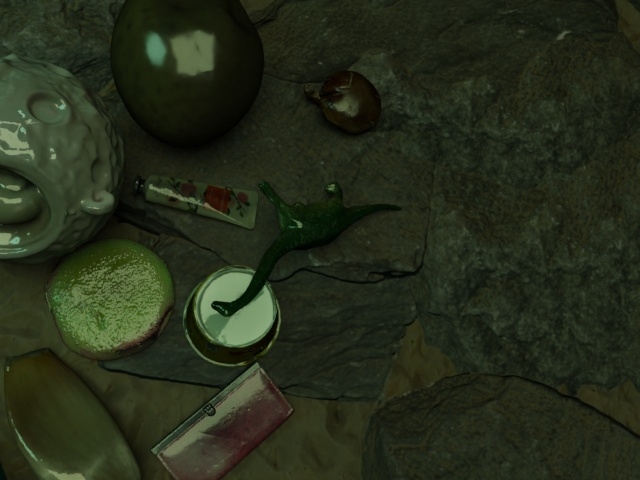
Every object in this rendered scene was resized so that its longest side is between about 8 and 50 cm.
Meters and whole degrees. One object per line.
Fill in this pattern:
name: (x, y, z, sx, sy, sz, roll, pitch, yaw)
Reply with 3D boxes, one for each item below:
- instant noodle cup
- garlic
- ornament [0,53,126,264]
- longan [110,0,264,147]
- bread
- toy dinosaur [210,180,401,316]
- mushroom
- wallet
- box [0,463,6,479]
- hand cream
instant noodle cup: (-0.152, 0.127, 1.092, 0.182, 0.144, 0.182, 3, 75, -10)
garlic: (-0.419, 0.311, 1.015, 0.143, 0.112, 0.318, -29, 75, -39)
ornament: (-0.488, -0.134, 1.014, 0.337, 0.337, 0.336, 2, 75, -9)
longan: (-0.244, -0.337, 1.143, 0.289, 0.288, 0.350, -8, 66, -12)
bread: (-0.378, 0.102, 1.118, 0.229, 0.033, 0.228, 2, 76, -10)
toy dinosaur: (0.000, 0.000, 1.097, 0.447, 0.087, 0.301, -5, 36, -22)
mushroom: (0.047, -0.289, 1.272, 0.171, 0.080, 0.135, 12, 64, -10)
wallet: (-0.166, 0.332, 1.092, 0.232, 0.025, 0.119, -39, 95, -16)
box: (-0.530, 0.436, 0.914, 0.118, 0.205, 0.311, -24, 81, -13)
hand cream: (-0.236, -0.080, 1.189, 0.234, 0.050, 0.080, 11, 70, -13)
